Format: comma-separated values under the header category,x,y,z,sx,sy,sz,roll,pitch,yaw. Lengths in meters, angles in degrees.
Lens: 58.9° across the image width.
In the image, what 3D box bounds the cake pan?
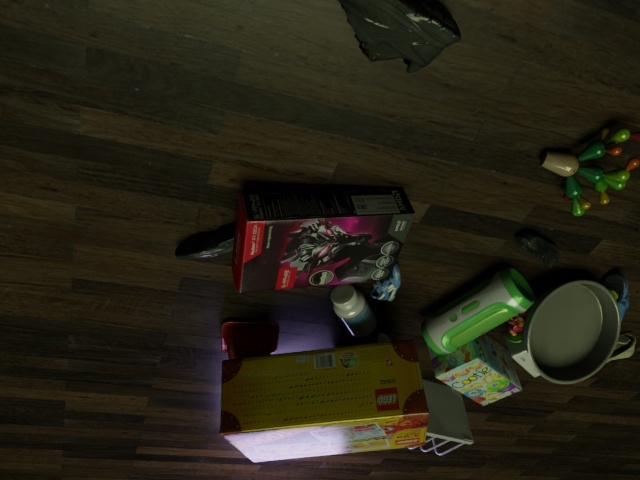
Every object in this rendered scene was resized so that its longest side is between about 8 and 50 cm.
category,x,y,z,sx,sy,sz,roll,pitch,yaw
cake pan,0.674,0.243,1.537,0.294,0.054,0.293,-3,101,-15

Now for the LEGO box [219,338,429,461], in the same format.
category,x,y,z,sx,sy,sz,roll,pitch,yaw
LEGO box,0.020,0.442,1.518,0.501,0.193,0.372,-7,148,5

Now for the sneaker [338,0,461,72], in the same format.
category,x,y,z,sx,sy,sz,roll,pitch,yaw
sneaker,0.088,-0.357,0.908,0.286,0.109,0.130,23,136,-26

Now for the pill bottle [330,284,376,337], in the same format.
category,x,y,z,sx,sy,sz,roll,pitch,yaw
pill bottle,0.085,0.182,1.496,0.087,0.087,0.160,-19,137,12

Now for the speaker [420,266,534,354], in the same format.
category,x,y,z,sx,sy,sz,roll,pitch,yaw
speaker,0.418,0.194,1.528,0.131,0.131,0.296,29,126,-33

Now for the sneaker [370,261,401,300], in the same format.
category,x,y,z,sx,sy,sz,roll,pitch,yaw
sneaker,0.168,0.106,1.452,0.059,0.053,0.144,4,135,-9

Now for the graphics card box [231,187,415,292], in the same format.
category,x,y,z,sx,sy,sz,roll,pitch,yaw
graphics card box,0.000,0.000,1.252,0.371,0.094,0.232,-4,137,-18

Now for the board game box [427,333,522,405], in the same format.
category,x,y,z,sx,sy,sz,roll,pitch,yaw
board game box,0.463,0.371,1.711,0.142,0.144,0.275,-33,131,26

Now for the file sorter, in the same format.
category,x,y,z,sx,sy,sz,roll,pitch,yaw
file sorter,0.333,0.592,1.899,0.278,0.192,0.173,21,133,-27

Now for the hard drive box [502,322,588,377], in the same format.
category,x,y,z,sx,sy,sz,roll,pitch,yaw
hard drive box,0.703,0.304,1.712,0.232,0.089,0.181,-31,132,23

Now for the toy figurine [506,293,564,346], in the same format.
category,x,y,z,sx,sy,sz,roll,pitch,yaw
toy figurine,0.581,0.212,1.605,0.173,0.130,0.159,-11,129,40

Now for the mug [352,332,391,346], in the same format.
category,x,y,z,sx,sy,sz,roll,pitch,yaw
mug,0.136,0.365,1.686,0.169,0.113,0.150,-26,133,23

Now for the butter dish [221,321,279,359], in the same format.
category,x,y,z,sx,sy,sz,roll,pitch,yaw
butter dish,-0.195,0.306,1.568,0.160,0.118,0.160,2,137,-9

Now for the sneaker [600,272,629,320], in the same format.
category,x,y,z,sx,sy,sz,roll,pitch,yaw
sneaker,0.836,0.158,1.603,0.082,0.069,0.209,-32,132,-21

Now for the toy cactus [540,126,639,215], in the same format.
category,x,y,z,sx,sy,sz,roll,pitch,yaw
toy cactus,0.563,-0.158,1.207,0.181,0.112,0.219,17,138,1

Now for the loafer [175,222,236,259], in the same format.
category,x,y,z,sx,sy,sz,roll,pitch,yaw
loafer,-0.246,0.016,1.292,0.170,0.062,0.061,-14,140,9

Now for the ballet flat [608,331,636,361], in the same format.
category,x,y,z,sx,sy,sz,roll,pitch,yaw
ballet flat,0.881,0.339,1.764,0.249,0.086,0.086,-12,140,-20

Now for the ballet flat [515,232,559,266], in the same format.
category,x,y,z,sx,sy,sz,roll,pitch,yaw
ballet flat,0.552,0.020,1.429,0.173,0.049,0.057,30,93,-38
